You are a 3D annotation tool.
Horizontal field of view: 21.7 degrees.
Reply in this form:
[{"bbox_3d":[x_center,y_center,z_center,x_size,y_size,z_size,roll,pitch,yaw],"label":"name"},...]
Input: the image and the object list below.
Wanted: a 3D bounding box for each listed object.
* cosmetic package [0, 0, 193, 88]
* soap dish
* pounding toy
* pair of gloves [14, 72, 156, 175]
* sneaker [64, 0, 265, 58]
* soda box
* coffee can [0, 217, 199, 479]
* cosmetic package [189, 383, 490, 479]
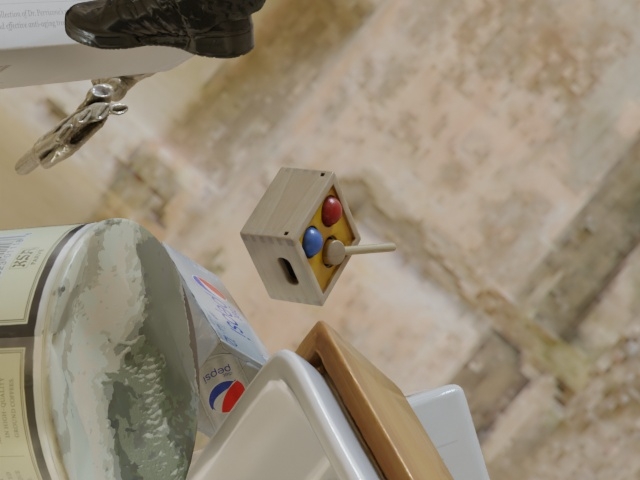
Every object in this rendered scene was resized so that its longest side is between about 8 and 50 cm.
[{"bbox_3d":[-0.259,-0.286,1.477,0.097,0.284,0.377,-27,-4,29],"label":"cosmetic package"},{"bbox_3d":[-0.014,0.236,1.084,0.291,0.118,0.229,-56,41,23],"label":"soap dish"},{"bbox_3d":[0.000,0.000,1.894,0.100,0.141,0.130,7,49,31],"label":"pounding toy"},{"bbox_3d":[-0.248,-0.172,1.932,0.240,0.042,0.204,-45,16,-22],"label":"pair of gloves"},{"bbox_3d":[-0.100,-0.177,1.157,0.051,0.170,0.089,-61,-26,-53],"label":"sneaker"},{"bbox_3d":[-0.134,0.108,1.782,0.098,0.091,0.286,-54,26,6],"label":"soda box"},{"bbox_3d":[-0.243,0.095,1.072,0.275,0.202,0.201,-4,25,21],"label":"coffee can"},{"bbox_3d":[0.004,0.399,1.827,0.329,0.394,0.327,-14,-4,-27],"label":"cosmetic package"}]
